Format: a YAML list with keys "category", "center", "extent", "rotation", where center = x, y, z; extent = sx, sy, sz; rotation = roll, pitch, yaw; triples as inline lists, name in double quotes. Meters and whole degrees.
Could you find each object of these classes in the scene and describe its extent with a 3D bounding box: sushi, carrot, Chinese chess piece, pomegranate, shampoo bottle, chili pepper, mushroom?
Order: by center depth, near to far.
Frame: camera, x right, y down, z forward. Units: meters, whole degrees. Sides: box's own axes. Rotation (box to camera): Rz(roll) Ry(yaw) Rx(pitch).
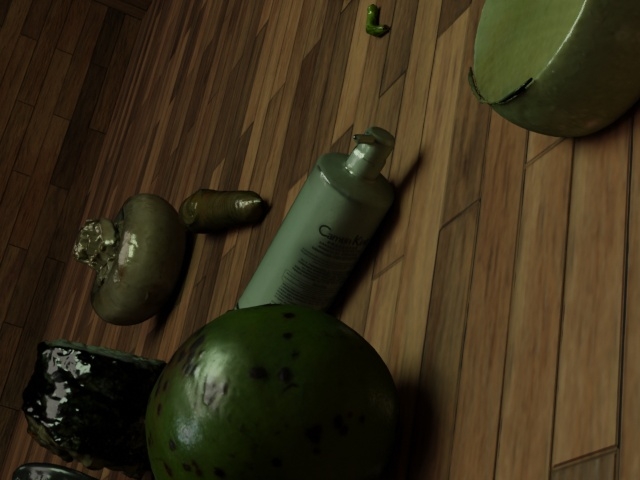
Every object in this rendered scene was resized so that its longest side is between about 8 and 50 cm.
- category: "Chinese chess piece"
  center: [0.178, -0.163, 0.761]
  extent: [0.188, 0.083, 0.188]
  rotation: [-163, 90, -73]
- category: "pomegranate"
  center: [-0.025, 0.162, 0.857]
  extent: [0.202, 0.202, 0.247]
  rotation: [-51, 53, 44]
- category: "shampoo bottle"
  center: [0.000, 0.000, 1.087]
  extent: [0.262, 0.085, 0.085]
  rotation: [-59, 20, 29]
- category: "chili pepper"
  center: [0.063, -0.255, 1.297]
  extent: [0.030, 0.017, 0.083]
  rotation: [-58, 20, 28]
- category: "sushi"
  center: [-0.315, 0.235, 1.573]
  extent: [0.350, 0.211, 0.170]
  rotation: [157, 127, -74]
- category: "carrot"
  center: [-0.148, -0.045, 1.610]
  extent: [0.342, 0.070, 0.070]
  rotation: [-5, 66, 70]
- category: "mushroom"
  center: [-0.319, 0.029, 1.849]
  extent: [0.226, 0.178, 0.226]
  rotation: [-170, 90, -72]

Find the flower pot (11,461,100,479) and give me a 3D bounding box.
- category: "flower pot"
  center: [-0.353, 0.439, 1.391]
  extent: [0.266, 0.267, 0.267]
  rotation: [-44, 21, 54]
